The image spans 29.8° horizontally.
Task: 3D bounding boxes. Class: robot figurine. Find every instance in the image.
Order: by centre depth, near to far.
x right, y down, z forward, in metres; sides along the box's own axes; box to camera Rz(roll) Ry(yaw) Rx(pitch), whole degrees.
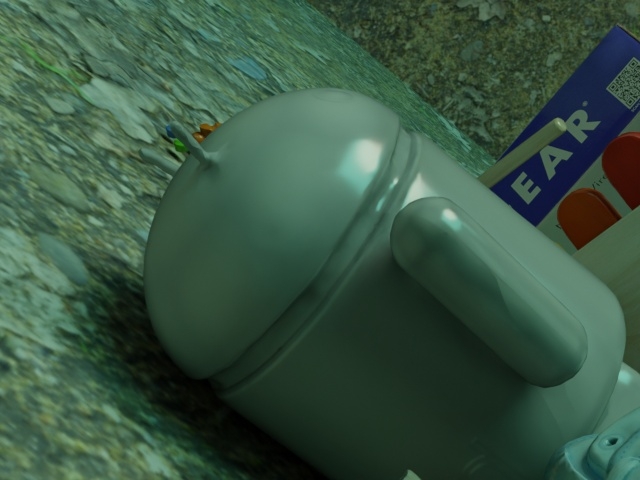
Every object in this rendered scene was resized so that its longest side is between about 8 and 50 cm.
[{"bbox_3d":[0.040,0.046,0.732,0.353,0.200,0.300,38,-25,-11],"label":"robot figurine"}]

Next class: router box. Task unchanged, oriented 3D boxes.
[{"bbox_3d":[0.246,0.021,1.065,0.301,0.335,0.082,25,20,-42],"label":"router box"}]

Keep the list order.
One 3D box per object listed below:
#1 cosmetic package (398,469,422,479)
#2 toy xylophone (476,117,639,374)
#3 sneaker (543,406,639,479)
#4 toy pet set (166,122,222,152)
[{"bbox_3d":[0.097,0.250,0.460,0.309,0.113,0.160,43,14,9],"label":"cosmetic package"},{"bbox_3d":[0.178,0.045,0.856,0.236,0.322,0.081,60,34,2],"label":"toy xylophone"},{"bbox_3d":[0.162,0.150,0.541,0.150,0.135,0.366,5,6,26],"label":"sneaker"},{"bbox_3d":[-0.070,-0.051,1.068,0.114,0.065,0.122,-5,31,-19],"label":"toy pet set"}]
